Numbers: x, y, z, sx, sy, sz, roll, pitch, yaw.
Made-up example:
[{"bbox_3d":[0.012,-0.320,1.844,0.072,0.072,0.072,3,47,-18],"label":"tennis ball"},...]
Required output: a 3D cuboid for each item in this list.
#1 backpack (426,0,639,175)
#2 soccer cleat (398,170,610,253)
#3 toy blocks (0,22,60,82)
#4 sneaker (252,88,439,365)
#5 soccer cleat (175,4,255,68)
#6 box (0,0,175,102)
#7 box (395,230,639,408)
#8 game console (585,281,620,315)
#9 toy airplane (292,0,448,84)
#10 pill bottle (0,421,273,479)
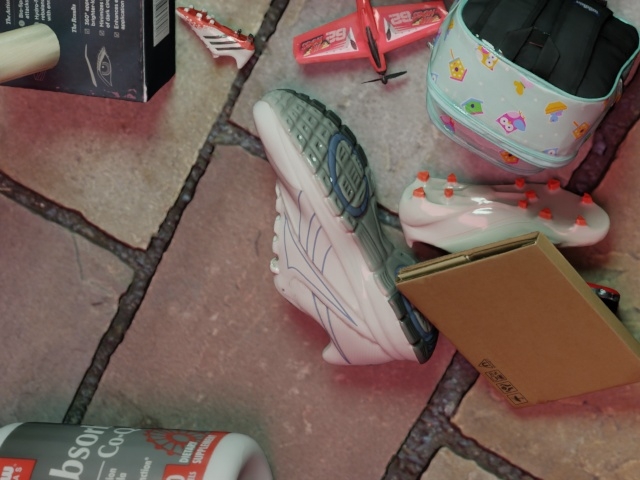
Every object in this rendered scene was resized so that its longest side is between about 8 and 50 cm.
[{"bbox_3d":[0.170,-0.141,1.464,0.166,0.188,0.144,32,117,0],"label":"backpack"},{"bbox_3d":[0.169,-0.016,1.592,0.196,0.068,0.076,8,129,14],"label":"soccer cleat"},{"bbox_3d":[-0.431,-0.257,1.486,0.288,0.260,0.309,4,110,44],"label":"toy blocks"},{"bbox_3d":[0.000,0.000,1.622,0.129,0.111,0.297,-18,105,28],"label":"sneaker"},{"bbox_3d":[-0.101,-0.191,1.610,0.083,0.029,0.036,27,113,-2],"label":"soccer cleat"},{"bbox_3d":[-0.221,-0.222,1.594,0.158,0.093,0.156,8,115,12],"label":"box"},{"bbox_3d":[0.190,0.077,1.582,0.164,0.021,0.201,-18,128,39],"label":"box"},{"bbox_3d":[0.199,0.076,1.607,0.144,0.124,0.085,13,84,10],"label":"game console"},{"bbox_3d":[0.037,-0.212,1.561,0.151,0.028,0.151,4,112,11],"label":"toy airplane"},{"bbox_3d":[-0.243,0.292,1.751,0.362,0.210,0.210,1,112,15],"label":"pill bottle"}]
